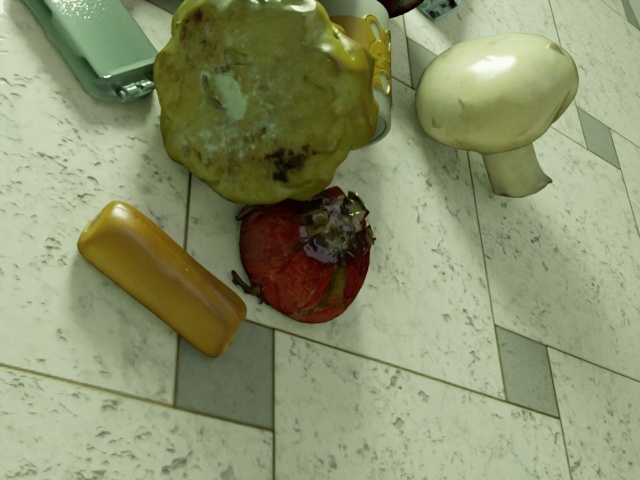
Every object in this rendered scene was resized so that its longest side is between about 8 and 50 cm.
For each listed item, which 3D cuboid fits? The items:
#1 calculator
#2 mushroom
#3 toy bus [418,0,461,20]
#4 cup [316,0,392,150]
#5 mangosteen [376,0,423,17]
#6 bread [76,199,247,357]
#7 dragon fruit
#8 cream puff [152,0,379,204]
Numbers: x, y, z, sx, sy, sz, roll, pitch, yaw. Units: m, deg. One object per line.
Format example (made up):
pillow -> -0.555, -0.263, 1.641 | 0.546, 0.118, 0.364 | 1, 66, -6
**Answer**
calculator -> -0.322, -0.302, 1.157 | 0.246, 0.045, 0.141 | 54, 41, -1
mushroom -> 0.357, -0.232, 1.611 | 0.314, 0.314, 0.336 | -54, 130, -48
toy bus -> 0.288, -0.657, 1.940 | 0.136, 0.109, 0.330 | 46, 40, -25
cup -> 0.020, -0.288, 1.369 | 0.241, 0.185, 0.226 | 24, 54, -52
mangosteen -> 0.117, -0.579, 1.582 | 0.300, 0.300, 0.300 | 24, 50, -31
bread -> -0.189, 0.047, 1.033 | 0.239, 0.074, 0.093 | 42, 37, -16
dragon fruit -> 0.003, -0.001, 1.191 | 0.223, 0.148, 0.219 | 25, 50, -30
cream puff -> -0.061, -0.210, 1.167 | 0.257, 0.324, 0.291 | -29, 121, -65
